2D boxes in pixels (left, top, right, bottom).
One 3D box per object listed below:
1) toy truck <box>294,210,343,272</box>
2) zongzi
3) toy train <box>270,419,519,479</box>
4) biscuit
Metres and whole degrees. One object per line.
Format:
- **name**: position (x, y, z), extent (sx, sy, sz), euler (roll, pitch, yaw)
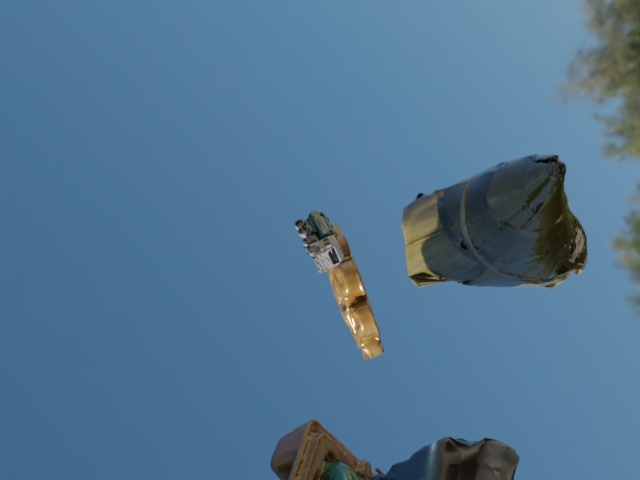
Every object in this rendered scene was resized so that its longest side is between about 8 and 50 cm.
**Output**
- **toy truck**: position (0.000, 0.000, 1.669), extent (0.039, 0.044, 0.083), euler (65, 178, -40)
- **zongzi**: position (0.165, -0.018, 0.993), extent (0.160, 0.176, 0.078), euler (1, -111, -37)
- **toy train**: position (0.032, 0.250, 0.764), extent (0.178, 0.249, 0.429), euler (44, -150, -17)
- **biscuit**: position (0.042, 0.077, 1.927), extent (0.288, 0.044, 0.202), euler (-102, -7, -84)
